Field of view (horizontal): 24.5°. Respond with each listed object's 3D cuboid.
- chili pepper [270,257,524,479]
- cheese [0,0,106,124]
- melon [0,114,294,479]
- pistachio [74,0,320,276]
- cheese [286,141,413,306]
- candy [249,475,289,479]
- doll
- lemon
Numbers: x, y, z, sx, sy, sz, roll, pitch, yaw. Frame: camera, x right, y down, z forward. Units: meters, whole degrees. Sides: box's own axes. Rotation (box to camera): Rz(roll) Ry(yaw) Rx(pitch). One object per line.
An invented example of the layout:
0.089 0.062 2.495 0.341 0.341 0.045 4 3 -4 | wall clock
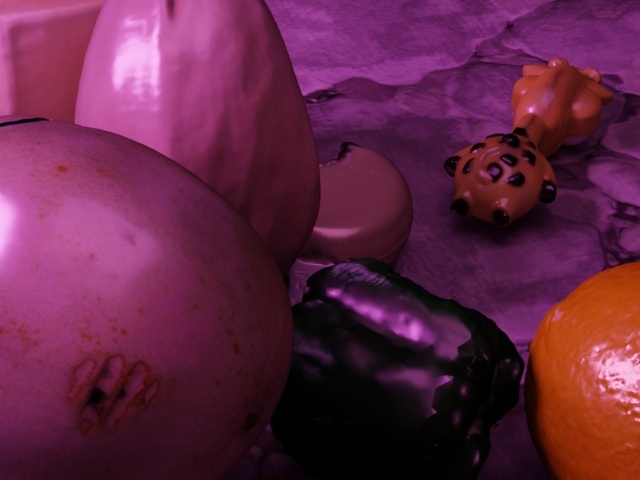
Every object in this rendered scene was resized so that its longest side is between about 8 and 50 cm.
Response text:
0.024 0.102 1.155 0.261 0.165 0.174 16 73 36 | chili pepper
-0.203 -0.135 1.362 0.242 0.265 0.124 -25 46 -33 | cheese
-0.182 0.053 1.053 0.330 0.268 0.268 27 42 20 | melon
-0.102 -0.092 1.242 0.207 0.332 0.226 -1 18 18 | pistachio
0.020 0.003 1.367 0.163 0.071 0.249 -5 38 -12 | cheese
-0.104 0.190 1.134 0.202 0.061 0.061 13 37 24 | candy
0.214 -0.105 1.525 0.117 0.086 0.291 23 42 15 | doll
0.281 0.133 1.101 0.263 0.236 0.236 1 30 34 | lemon
